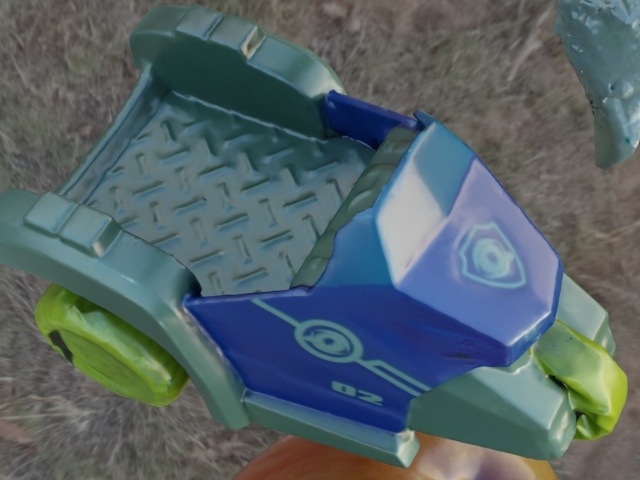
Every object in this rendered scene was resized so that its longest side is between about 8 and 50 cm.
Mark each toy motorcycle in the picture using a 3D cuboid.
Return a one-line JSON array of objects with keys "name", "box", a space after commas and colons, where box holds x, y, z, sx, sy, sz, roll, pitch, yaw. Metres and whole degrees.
[{"name": "toy motorcycle", "box": [0.000, 0.000, 0.652, 0.326, 0.200, 0.191, 19, 62, 27]}]

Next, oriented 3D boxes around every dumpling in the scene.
[{"name": "dumpling", "box": [0.178, -0.151, 0.726, 0.108, 0.152, 0.219, 11, 105, -18]}]

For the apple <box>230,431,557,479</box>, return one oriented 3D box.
[{"name": "apple", "box": [0.039, 0.215, 0.835, 0.242, 0.241, 0.242, 28, 39, -25]}]
